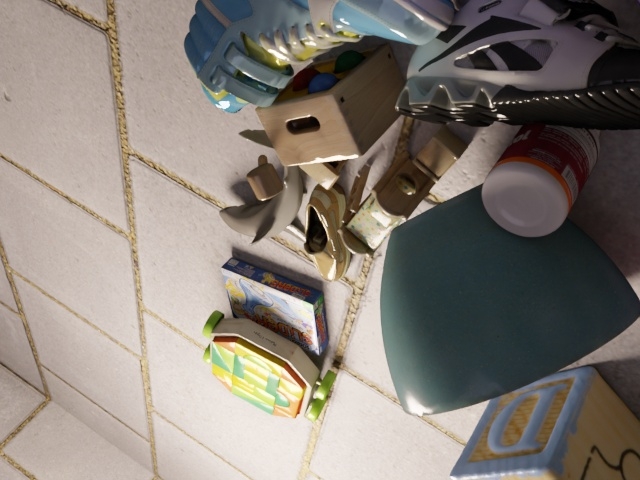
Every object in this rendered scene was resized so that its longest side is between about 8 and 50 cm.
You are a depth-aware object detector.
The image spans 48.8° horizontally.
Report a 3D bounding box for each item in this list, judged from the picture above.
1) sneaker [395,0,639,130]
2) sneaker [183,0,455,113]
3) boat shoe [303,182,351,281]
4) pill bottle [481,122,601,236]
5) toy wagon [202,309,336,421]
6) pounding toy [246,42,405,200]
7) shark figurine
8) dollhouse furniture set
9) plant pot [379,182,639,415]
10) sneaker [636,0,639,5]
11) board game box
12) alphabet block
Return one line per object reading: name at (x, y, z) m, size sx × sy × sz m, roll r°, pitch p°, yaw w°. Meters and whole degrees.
sneaker at (0.203, -0.178, 0.631) m, size 0.330 × 0.122 × 0.146 m, roll 16°, pitch 94°, yaw 49°
sneaker at (-0.020, -0.210, 0.748) m, size 0.319 × 0.127 × 0.208 m, roll 33°, pitch 108°, yaw 35°
boat shoe at (0.000, 0.000, 1.066) m, size 0.068 × 0.072 × 0.190 m, roll 18°, pitch 137°, yaw 28°
pill bottle at (0.231, -0.079, 0.719) m, size 0.086 × 0.152 × 0.086 m, roll 24°, pitch 139°, yaw 22°
toy wagon at (-0.114, 0.275, 1.418) m, size 0.267 × 0.068 × 0.344 m, roll 27°, pitch 145°, yaw 9°
pounding toy at (-0.026, -0.141, 0.839) m, size 0.181 × 0.206 × 0.094 m, roll -1°, pitch 126°, yaw 42°
shark figurine at (-0.079, -0.051, 1.057) m, size 0.166 × 0.116 × 0.278 m, roll 36°, pitch 144°, yaw 5°
dollhouse furniture set at (0.059, -0.093, 0.898) m, size 0.161 × 0.101 × 0.182 m, roll 40°, pitch 143°, yaw 2°
plant pot at (0.184, 0.046, 0.815) m, size 0.290 × 0.290 × 0.196 m, roll -31°, pitch 83°, yaw 52°
sneaker at (0.246, -0.285, 0.493) m, size 0.102 × 0.161 × 0.282 m, roll -9°, pitch 121°, yaw 41°
board game box at (-0.083, 0.119, 1.288) m, size 0.201 × 0.035 × 0.136 m, roll 19°, pitch 137°, yaw 27°
alphabet block at (0.340, 0.323, 0.994) m, size 0.197 × 0.192 × 0.193 m, roll 49°, pitch 144°, yaw -8°
